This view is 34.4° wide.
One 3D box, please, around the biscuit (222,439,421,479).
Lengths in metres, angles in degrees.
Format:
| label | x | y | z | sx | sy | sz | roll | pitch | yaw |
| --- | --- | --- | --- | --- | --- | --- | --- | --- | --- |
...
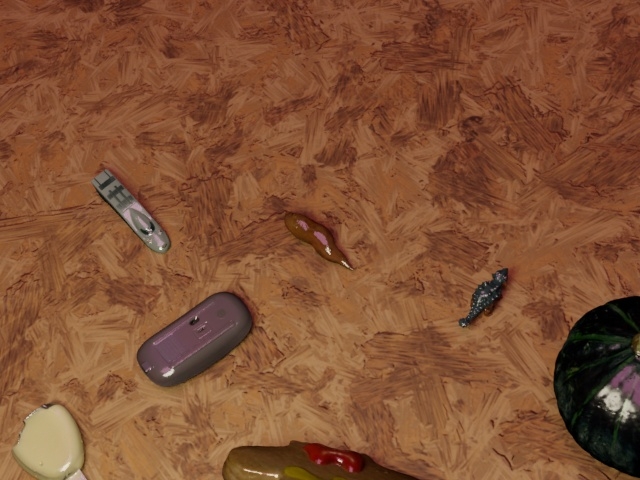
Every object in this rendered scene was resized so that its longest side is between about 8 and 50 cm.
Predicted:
| label | x | y | z | sx | sy | sz | roll | pitch | yaw |
| --- | --- | --- | --- | --- | --- | --- | --- | --- | --- |
| biscuit | 0.016 | 0.425 | 1.623 | 0.368 | 0.076 | 0.394 | 13 | 15 | -1 |

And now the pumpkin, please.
| label | x | y | z | sx | sy | sz | roll | pitch | yaw |
| --- | --- | --- | --- | --- | --- | --- | --- | --- | --- |
| pumpkin | 0.544 | 0.234 | 1.729 | 0.315 | 0.238 | 0.315 | -7 | 55 | 10 |

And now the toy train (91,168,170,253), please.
| label | x | y | z | sx | sy | sz | roll | pitch | yaw |
| --- | --- | --- | --- | --- | --- | --- | --- | --- | --- |
| toy train | -0.394 | -0.059 | 2.165 | 0.052 | 0.051 | 0.234 | -40 | 61 | -11 |

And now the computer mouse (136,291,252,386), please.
| label | x | y | z | sx | sy | sz | roll | pitch | yaw |
| --- | --- | --- | --- | --- | --- | --- | --- | --- | --- |
| computer mouse | -0.239 | 0.189 | 1.982 | 0.232 | 0.057 | 0.120 | -36 | 60 | -17 |

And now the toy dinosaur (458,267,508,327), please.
| label | x | y | z | sx | sy | sz | roll | pitch | yaw |
| --- | --- | --- | --- | --- | --- | --- | --- | --- | --- |
| toy dinosaur | 0.310 | 0.110 | 1.950 | 0.049 | 0.055 | 0.154 | 33 | 66 | 21 |

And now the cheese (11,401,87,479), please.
| label | x | y | z | sx | sy | sz | roll | pitch | yaw |
| --- | --- | --- | --- | --- | --- | --- | --- | --- | --- |
| cheese | -0.466 | 0.415 | 1.878 | 0.127 | 0.050 | 0.255 | -35 | 59 | -13 |

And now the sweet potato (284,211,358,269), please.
| label | x | y | z | sx | sy | sz | roll | pitch | yaw |
| --- | --- | --- | --- | --- | --- | --- | --- | --- | --- |
| sweet potato | 0.000 | 0.000 | 2.071 | 0.056 | 0.056 | 0.195 | -42 | 67 | -17 |
